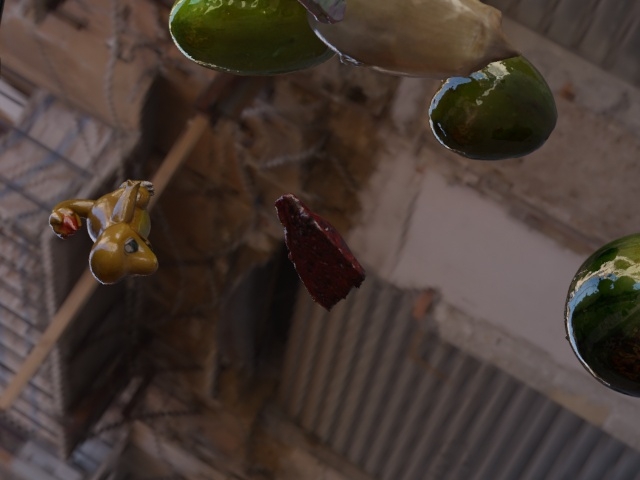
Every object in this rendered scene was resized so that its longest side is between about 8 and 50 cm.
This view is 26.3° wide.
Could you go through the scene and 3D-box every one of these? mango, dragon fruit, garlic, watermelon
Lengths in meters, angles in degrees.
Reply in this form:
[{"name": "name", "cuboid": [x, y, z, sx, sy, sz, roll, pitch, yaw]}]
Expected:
[{"name": "mango", "cuboid": [-0.075, -0.310, 1.903, 0.273, 0.149, 0.185, -16, -25, -7]}, {"name": "dragon fruit", "cuboid": [0.003, -0.001, 1.454, 0.063, 0.131, 0.097, -45, 8, -36]}, {"name": "garlic", "cuboid": [0.110, -0.334, 1.689, 0.286, 0.249, 0.313, -46, 27, 2]}, {"name": "watermelon", "cuboid": [0.469, 0.106, 1.949, 0.242, 0.242, 0.242, -56, -11, -17]}]

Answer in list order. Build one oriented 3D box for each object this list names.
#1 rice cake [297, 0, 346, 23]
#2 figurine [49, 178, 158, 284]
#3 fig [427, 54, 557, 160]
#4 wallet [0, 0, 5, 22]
[{"name": "rice cake", "cuboid": [0.007, -0.341, 1.413, 0.189, 0.037, 0.198, 37, -104, -45]}, {"name": "figurine", "cuboid": [-0.248, -0.008, 1.561, 0.176, 0.122, 0.121, -112, 35, -64]}, {"name": "fig", "cuboid": [0.266, -0.202, 2.090, 0.181, 0.191, 0.181, 21, -90, -87]}, {"name": "wallet", "cuboid": [-0.467, -0.401, 1.799, 0.062, 0.228, 0.406, 8, -82, -43]}]
